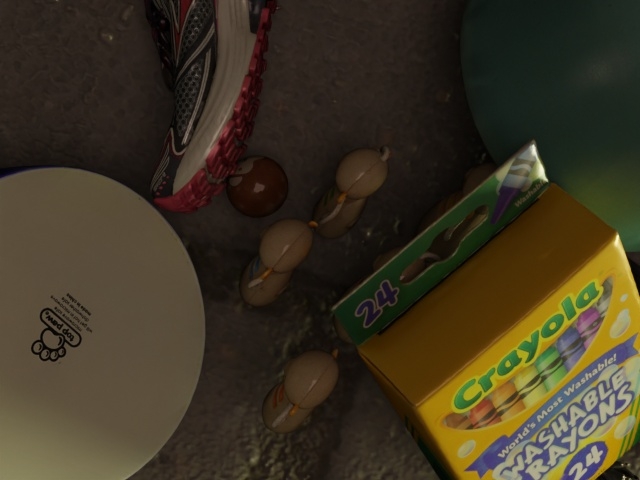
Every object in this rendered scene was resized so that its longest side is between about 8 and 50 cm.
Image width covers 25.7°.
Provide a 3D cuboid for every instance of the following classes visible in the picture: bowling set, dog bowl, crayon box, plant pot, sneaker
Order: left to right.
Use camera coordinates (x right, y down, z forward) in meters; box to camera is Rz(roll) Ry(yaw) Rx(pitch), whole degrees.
[{"bbox_3d":[-0.227,0.072,1.109,0.264,0.104,0.265,1,88,-35],"label":"dog bowl"},{"bbox_3d":[-0.096,-0.168,1.148,0.112,0.121,0.299,10,79,2],"label":"sneaker"},{"bbox_3d":[0.000,0.000,1.142,0.200,0.154,0.287,40,65,2],"label":"bowling set"},{"bbox_3d":[0.159,0.099,1.116,0.203,0.083,0.323,-40,138,-7],"label":"crayon box"},{"bbox_3d":[0.295,-0.159,1.093,0.293,0.235,0.293,8,73,-28],"label":"plant pot"}]

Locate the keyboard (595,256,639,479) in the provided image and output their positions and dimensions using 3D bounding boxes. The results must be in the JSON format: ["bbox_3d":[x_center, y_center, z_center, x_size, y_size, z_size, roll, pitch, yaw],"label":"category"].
[{"bbox_3d":[0.256,0.121,1.286,0.317,0.033,0.202,36,85,-11],"label":"keyboard"}]
